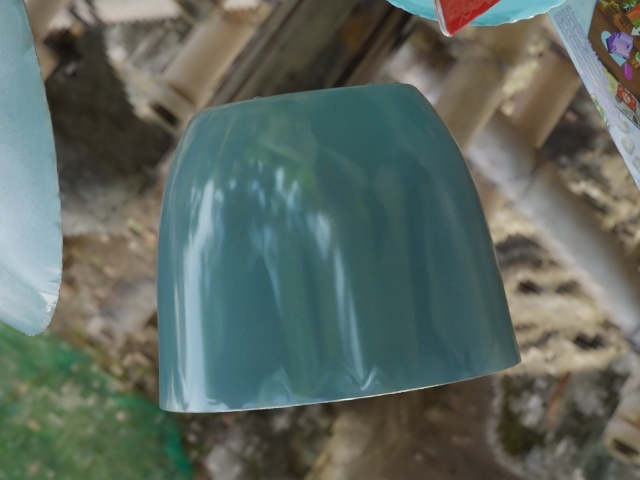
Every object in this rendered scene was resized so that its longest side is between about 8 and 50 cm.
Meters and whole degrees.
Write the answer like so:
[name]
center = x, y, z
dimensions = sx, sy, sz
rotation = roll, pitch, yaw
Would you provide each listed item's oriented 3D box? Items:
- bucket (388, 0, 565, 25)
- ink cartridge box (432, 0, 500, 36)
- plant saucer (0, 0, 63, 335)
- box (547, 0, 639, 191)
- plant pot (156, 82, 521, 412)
[bucket]
center = 0.116, -0.295, 1.277
dimensions = 0.281, 0.183, 0.281
rotation = 12, 129, 16
[ink cartridge box]
center = 0.040, -0.241, 1.091
dimensions = 0.078, 0.134, 0.231
rotation = -7, 111, 38
[plant saucer]
center = -0.148, -0.054, 0.717
dimensions = 0.195, 0.037, 0.195
rotation = 46, 143, 50
[box]
center = 0.304, -0.095, 1.282
dimensions = 0.201, 0.293, 0.057
rotation = -33, 147, 18
[plant pot]
center = 0.000, 0.000, 1.499
dimensions = 0.293, 0.293, 0.235
rotation = -7, 92, 53
